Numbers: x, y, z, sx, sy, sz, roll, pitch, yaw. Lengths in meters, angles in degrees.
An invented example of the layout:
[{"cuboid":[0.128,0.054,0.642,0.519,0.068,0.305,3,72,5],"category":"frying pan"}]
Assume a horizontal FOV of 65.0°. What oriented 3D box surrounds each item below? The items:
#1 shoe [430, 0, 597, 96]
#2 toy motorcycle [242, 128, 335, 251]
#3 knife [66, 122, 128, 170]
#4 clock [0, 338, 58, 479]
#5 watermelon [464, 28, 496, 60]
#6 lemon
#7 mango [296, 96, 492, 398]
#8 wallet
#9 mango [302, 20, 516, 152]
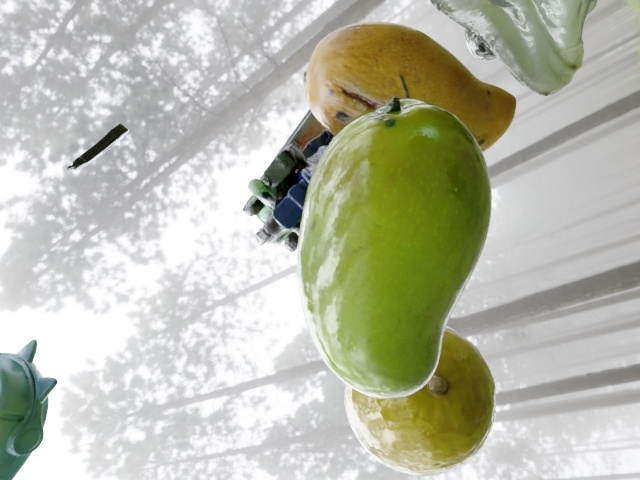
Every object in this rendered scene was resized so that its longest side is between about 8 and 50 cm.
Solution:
[{"cuboid":[0.183,-0.234,0.404,0.316,0.159,0.124,2,-121,-46],"category":"shoe"},{"cuboid":[-0.012,-0.090,0.780,0.125,0.196,0.331,42,-163,-6],"category":"toy motorcycle"},{"cuboid":[-0.331,-0.137,0.750,0.018,0.031,0.121,44,-134,-16],"category":"knife"},{"cuboid":[-0.560,0.292,0.824,0.223,0.274,0.094,38,175,33],"category":"clock"},{"cuboid":[0.336,-0.419,1.024,0.110,0.078,0.078,47,-142,-40],"category":"watermelon"},{"cuboid":[0.213,0.333,1.085,0.348,0.348,0.348,29,-131,-38],"category":"lemon"},{"cuboid":[0.065,0.017,0.473,0.143,0.175,0.293,-117,29,-68],"category":"mango"},{"cuboid":[-0.026,-0.167,0.938,0.103,0.196,0.020,23,-161,-50],"category":"wallet"},{"cuboid":[0.120,-0.182,0.675,0.295,0.177,0.120,20,-149,-8],"category":"mango"}]
